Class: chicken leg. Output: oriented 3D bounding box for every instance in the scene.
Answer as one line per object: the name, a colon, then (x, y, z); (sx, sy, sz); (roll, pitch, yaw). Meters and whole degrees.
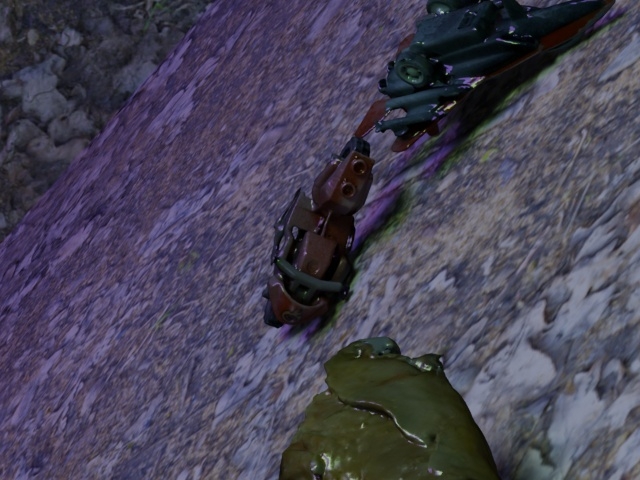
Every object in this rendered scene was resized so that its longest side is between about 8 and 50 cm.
chicken leg: (0.092, 0.203, 1.302); (0.201, 0.153, 0.429); (-47, 24, -7)

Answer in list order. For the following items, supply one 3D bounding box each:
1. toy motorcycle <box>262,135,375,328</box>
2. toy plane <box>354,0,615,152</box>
toy motorcycle: (0.000, 0.000, 1.980); (0.213, 0.084, 0.118); (-64, 10, 10)
toy plane: (0.159, -0.194, 1.943); (0.326, 0.104, 0.223); (-27, 30, 53)
